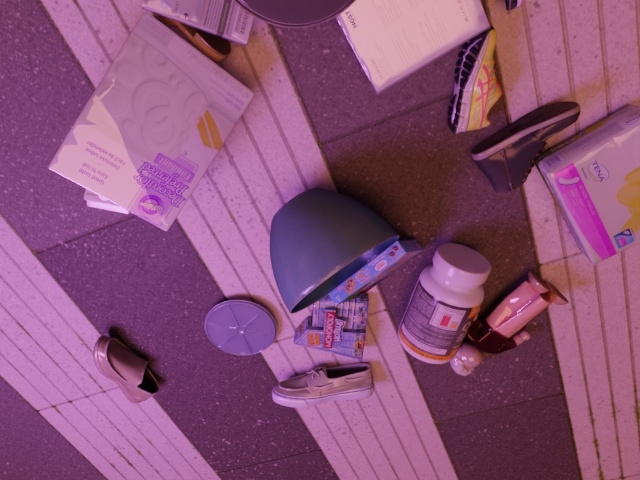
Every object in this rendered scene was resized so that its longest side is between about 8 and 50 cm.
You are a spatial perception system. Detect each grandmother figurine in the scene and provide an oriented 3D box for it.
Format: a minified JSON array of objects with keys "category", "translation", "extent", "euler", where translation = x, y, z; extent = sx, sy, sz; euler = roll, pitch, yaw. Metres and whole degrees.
[{"category":"grandmother figurine","translation":[0.467,0.232,1.231],"extent":[0.208,0.104,0.342],"euler":[34,113,-7]}]

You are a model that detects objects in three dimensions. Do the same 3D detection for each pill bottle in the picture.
[{"category":"pill bottle","translation":[0.306,0.157,1.152],"extent":[0.162,0.162,0.278],"euler":[12,120,-5]}]

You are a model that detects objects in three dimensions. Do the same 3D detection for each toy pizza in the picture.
[{"category":"toy pizza","translation":[-0.220,0.240,1.292],"extent":[0.201,0.032,0.201],"euler":[0,121,0]}]

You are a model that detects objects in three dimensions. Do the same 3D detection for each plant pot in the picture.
[{"category":"plant pot","translation":[0.000,0.000,1.032],"extent":[0.290,0.290,0.195],"euler":[-40,77,22]}]

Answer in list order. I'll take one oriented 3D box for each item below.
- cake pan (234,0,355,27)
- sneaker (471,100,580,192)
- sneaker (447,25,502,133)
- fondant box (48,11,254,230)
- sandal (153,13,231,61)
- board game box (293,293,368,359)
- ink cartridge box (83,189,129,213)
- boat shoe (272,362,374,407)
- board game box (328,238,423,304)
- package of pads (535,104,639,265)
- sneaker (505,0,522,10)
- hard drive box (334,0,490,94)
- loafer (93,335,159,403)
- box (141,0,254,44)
[{"category":"cake pan","translation":[-0.041,-0.475,0.717],"extent":[0.293,0.054,0.293],"euler":[-2,131,-2]},{"category":"sneaker","translation":[0.448,-0.196,0.987],"extent":[0.222,0.083,0.118],"euler":[-27,114,28]},{"category":"sneaker","translation":[0.322,-0.317,0.928],"extent":[0.094,0.081,0.208],"euler":[0,127,-6]},{"category":"fondant box","translation":[-0.318,-0.219,0.903],"extent":[0.238,0.096,0.330],"euler":[32,95,-26]},{"category":"sandal","translation":[-0.280,-0.425,0.875],"extent":[0.079,0.088,0.240],"euler":[-27,115,40]},{"category":"board game box","translation":[0.026,0.231,1.263],"extent":[0.194,0.060,0.194],"euler":[3,121,-1]},{"category":"ink cartridge box","translation":[-0.445,-0.128,1.017],"extent":[0.092,0.143,0.090],"euler":[10,120,-5]},{"category":"boat shoe","translation":[0.007,0.413,1.360],"extent":[0.302,0.109,0.094],"euler":[-6,105,-5]},{"category":"board game box","translation":[0.136,0.073,1.117],"extent":[0.211,0.160,0.039],"euler":[-41,74,22]},{"category":"package of pads","translation":[0.643,-0.116,1.016],"extent":[0.229,0.101,0.296],"euler":[-32,115,19]},{"category":"sneaker","translation":[0.312,-0.500,0.829],"extent":[0.077,0.072,0.178],"euler":[-14,112,23]},{"category":"hard drive box","translation":[0.162,-0.417,0.860],"extent":[0.232,0.089,0.181],"euler":[-27,116,16]},{"category":"loafer","translation":[-0.553,0.368,1.345],"extent":[0.092,0.102,0.268],"euler":[-14,128,8]},{"category":"box","translation":[-0.201,-0.446,0.812],"extent":[0.186,0.038,0.145],"euler":[12,103,-21]}]
